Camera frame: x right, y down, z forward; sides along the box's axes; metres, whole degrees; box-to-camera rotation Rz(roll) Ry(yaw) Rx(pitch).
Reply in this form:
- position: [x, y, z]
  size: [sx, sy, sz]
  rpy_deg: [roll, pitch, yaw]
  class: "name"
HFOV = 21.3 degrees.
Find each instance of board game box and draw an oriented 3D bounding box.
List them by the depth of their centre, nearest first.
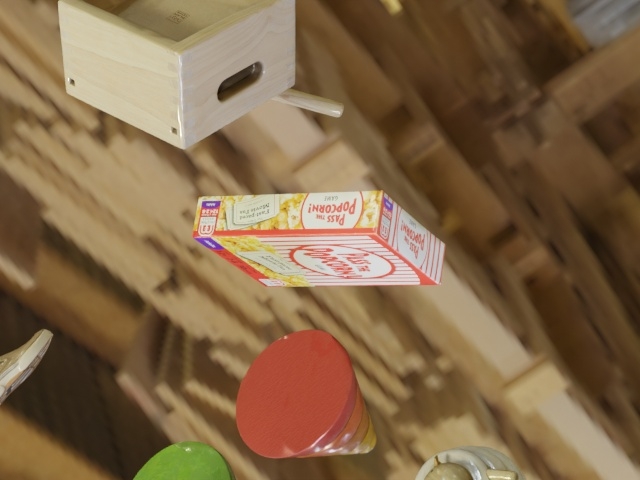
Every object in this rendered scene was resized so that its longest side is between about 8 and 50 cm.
- position: [0.000, 0.000, 1.605]
  size: [0.147, 0.193, 0.045]
  rpy_deg: [36, -123, -55]
  class: "board game box"

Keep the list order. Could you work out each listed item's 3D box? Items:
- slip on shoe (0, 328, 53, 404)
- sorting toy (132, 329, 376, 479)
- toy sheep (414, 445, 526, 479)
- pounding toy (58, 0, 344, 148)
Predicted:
- position: [-0.331, 0.137, 1.772]
  size: [0.041, 0.135, 0.051]
  rpy_deg: [36, 153, 4]
  class: "slip on shoe"
- position: [-0.078, 0.242, 1.518]
  size: [0.126, 0.365, 0.127]
  rpy_deg: [38, -169, -44]
  class: "sorting toy"
- position: [0.115, 0.193, 1.247]
  size: [0.132, 0.091, 0.091]
  rpy_deg: [41, -160, -51]
  class: "toy sheep"
- position: [-0.076, -0.121, 1.132]
  size: [0.130, 0.100, 0.141]
  rpy_deg: [26, -137, 32]
  class: "pounding toy"
